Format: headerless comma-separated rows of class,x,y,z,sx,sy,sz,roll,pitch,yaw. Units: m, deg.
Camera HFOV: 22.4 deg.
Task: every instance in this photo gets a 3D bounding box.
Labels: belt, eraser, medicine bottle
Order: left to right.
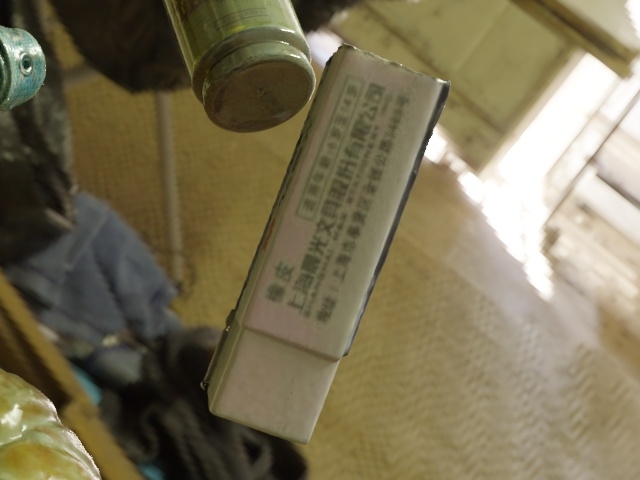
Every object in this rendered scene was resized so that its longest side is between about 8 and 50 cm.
belt,-0.409,-0.144,1.613,0.072,0.302,0.087,-32,106,-62
medicine bottle,-0.117,-0.296,2.009,0.151,0.151,0.322,17,42,-43
eraser,0.000,0.000,1.216,0.086,0.287,0.130,21,2,-8

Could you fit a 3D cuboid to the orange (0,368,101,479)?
orange,-0.290,0.223,1.130,0.329,0.249,0.329,22,30,-13
